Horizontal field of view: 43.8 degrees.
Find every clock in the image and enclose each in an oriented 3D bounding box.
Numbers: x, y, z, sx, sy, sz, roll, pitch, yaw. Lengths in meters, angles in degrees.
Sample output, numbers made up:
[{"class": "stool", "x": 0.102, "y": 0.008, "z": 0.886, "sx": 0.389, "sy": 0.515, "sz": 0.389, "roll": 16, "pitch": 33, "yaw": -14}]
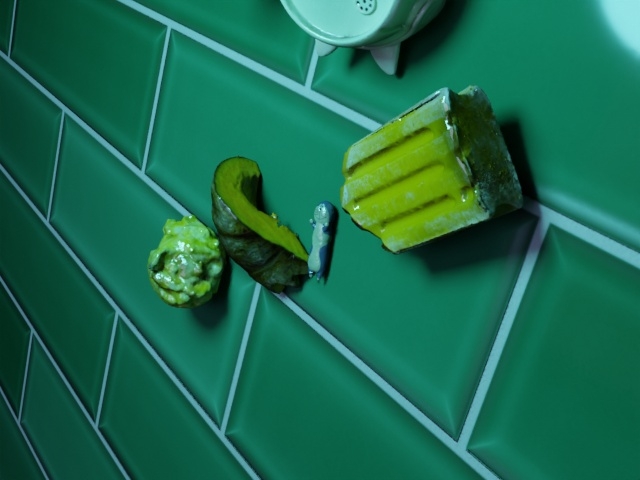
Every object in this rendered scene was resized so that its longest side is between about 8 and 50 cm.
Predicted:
[{"class": "clock", "x": 0.044, "y": -0.378, "z": 1.036, "sx": 0.265, "sy": 0.108, "sz": 0.324, "roll": 21, "pitch": 128, "yaw": 30}]

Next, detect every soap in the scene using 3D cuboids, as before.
[{"class": "soap", "x": 0.122, "y": -0.075, "z": 1.008, "sx": 0.257, "sy": 0.080, "sz": 0.160, "roll": -24, "pitch": 83, "yaw": 57}]

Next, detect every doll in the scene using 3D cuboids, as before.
[{"class": "doll", "x": 0.000, "y": 0.000, "z": 1.231, "sx": 0.037, "sy": 0.027, "sz": 0.125, "roll": 18, "pitch": 104, "yaw": 37}]

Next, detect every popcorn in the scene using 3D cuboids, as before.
[{"class": "popcorn", "x": -0.248, "y": 0.039, "z": 1.473, "sx": 0.173, "sy": 0.142, "sz": 0.173, "roll": 175, "pitch": 90, "yaw": -77}]

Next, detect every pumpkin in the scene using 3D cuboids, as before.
[{"class": "pumpkin", "x": -0.135, "y": -0.014, "z": 1.312, "sx": 0.130, "sy": 0.149, "sz": 0.254, "roll": -49, "pitch": 55, "yaw": 30}]
